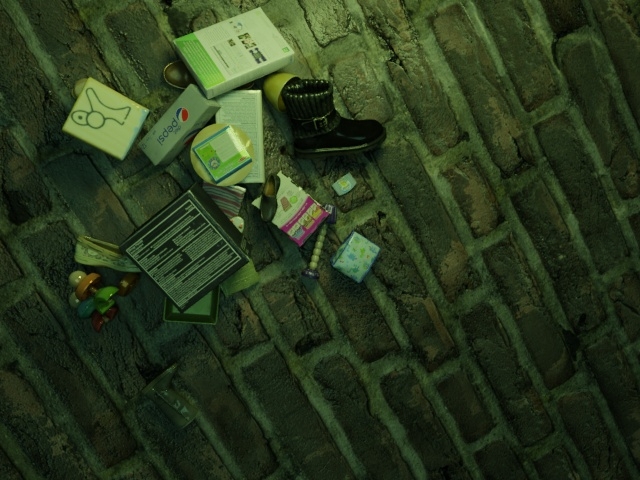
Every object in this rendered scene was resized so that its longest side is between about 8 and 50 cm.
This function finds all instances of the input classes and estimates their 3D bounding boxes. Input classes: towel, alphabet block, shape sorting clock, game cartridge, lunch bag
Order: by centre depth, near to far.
[{"bbox_3d":[-0.677,-0.384,1.773,0.197,0.193,0.192,29,91,-19],"label":"alphabet block"},{"bbox_3d":[-0.320,-0.280,1.818,0.206,0.040,0.206,0,87,-10],"label":"shape sorting clock"},{"bbox_3d":[-0.345,-0.127,1.898,0.144,0.029,0.197,15,136,-12],"label":"towel"},{"bbox_3d":[-0.295,0.127,1.977,0.148,0.027,0.110,-26,100,-28],"label":"towel"},{"bbox_3d":[0.088,-0.203,2.019,0.083,0.017,0.056,-37,105,-2],"label":"game cartridge"},{"bbox_3d":[0.128,0.055,2.020,0.129,0.096,0.151,32,102,-11],"label":"lunch bag"}]

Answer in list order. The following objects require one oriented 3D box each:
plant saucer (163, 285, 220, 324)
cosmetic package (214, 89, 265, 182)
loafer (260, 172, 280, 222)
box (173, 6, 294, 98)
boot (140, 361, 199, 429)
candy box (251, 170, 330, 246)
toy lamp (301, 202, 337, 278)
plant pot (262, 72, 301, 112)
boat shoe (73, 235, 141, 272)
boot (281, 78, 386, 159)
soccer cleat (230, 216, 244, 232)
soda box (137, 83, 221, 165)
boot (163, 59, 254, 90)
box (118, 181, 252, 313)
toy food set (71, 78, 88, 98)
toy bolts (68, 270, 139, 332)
[{"bbox_3d":[-0.455,0.198,1.975,0.189,0.045,0.188,6,97,-10],"label":"plant saucer"},{"bbox_3d":[-0.275,-0.350,1.892,0.160,0.113,0.309,-1,99,-8],"label":"cosmetic package"},{"bbox_3d":[-0.177,-0.146,1.882,0.062,0.061,0.170,5,85,8],"label":"loafer"},{"bbox_3d":[-0.278,-0.612,1.800,0.322,0.058,0.232,-27,70,-17],"label":"box"},{"bbox_3d":[-0.519,0.562,2.002,0.190,0.076,0.208,-43,95,13],"label":"boot"},{"bbox_3d":[-0.100,-0.108,1.938,0.233,0.071,0.159,42,90,8],"label":"candy box"},{"bbox_3d":[0.000,0.000,2.004,0.080,0.080,0.274,14,98,-10],"label":"toy lamp"},{"bbox_3d":[-0.140,-0.517,1.891,0.095,0.134,0.134,33,92,19],"label":"plant pot"},{"bbox_3d":[-0.690,0.048,1.888,0.285,0.104,0.089,8,99,-9],"label":"boat shoe"},{"bbox_3d":[0.053,-0.421,1.869,0.348,0.131,0.260,-12,129,-7],"label":"boot"},{"bbox_3d":[-0.327,0.002,1.950,0.068,0.076,0.196,27,97,-4],"label":"soccer cleat"},{"bbox_3d":[-0.461,-0.374,1.816,0.286,0.091,0.098,-42,86,19],"label":"soda box"},{"bbox_3d":[-0.371,-0.557,1.848,0.306,0.115,0.112,0,100,-8],"label":"boot"},{"bbox_3d":[-0.428,0.018,1.807,0.296,0.182,0.294,-37,107,6],"label":"box"},{"bbox_3d":[-0.776,-0.494,1.840,0.083,0.020,0.083,33,91,-12],"label":"toy food set"},{"bbox_3d":[-0.755,0.173,1.887,0.159,0.218,0.228,34,125,1],"label":"toy bolts"}]
